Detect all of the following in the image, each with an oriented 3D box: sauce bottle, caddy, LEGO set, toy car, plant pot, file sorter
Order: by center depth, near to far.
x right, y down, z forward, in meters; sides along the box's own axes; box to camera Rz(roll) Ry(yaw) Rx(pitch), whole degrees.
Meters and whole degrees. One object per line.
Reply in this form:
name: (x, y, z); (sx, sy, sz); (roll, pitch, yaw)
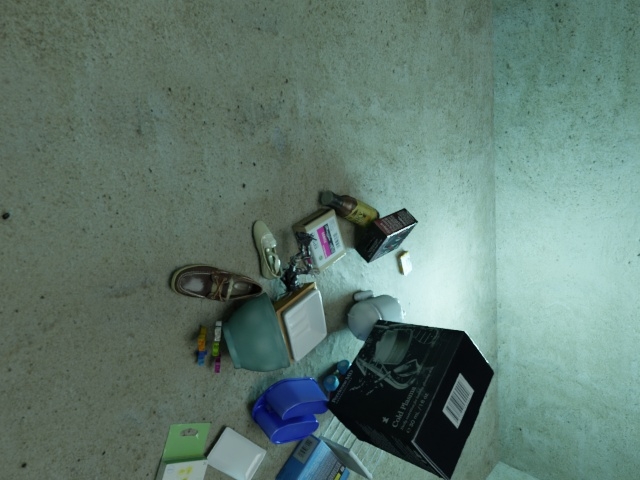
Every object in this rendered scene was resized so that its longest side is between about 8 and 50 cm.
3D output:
LEGO set: (-0.404, 0.370, 1.519); (0.087, 0.093, 0.227); (4, 124, -11)
plant pot: (-0.251, 0.364, 1.561); (0.196, 0.293, 0.293); (-18, 110, -14)
caddy: (-0.127, 0.703, 1.772); (0.341, 0.179, 0.241); (16, 107, -45)
sauce bottle: (0.141, -0.148, 1.973); (0.344, 0.111, 0.112); (18, 82, -42)
toy car: (0.173, 0.737, 2.019); (0.210, 0.238, 0.219); (-41, 122, -33)
file sorter: (0.165, 1.013, 2.081); (0.173, 0.192, 0.278); (-50, 126, -32)

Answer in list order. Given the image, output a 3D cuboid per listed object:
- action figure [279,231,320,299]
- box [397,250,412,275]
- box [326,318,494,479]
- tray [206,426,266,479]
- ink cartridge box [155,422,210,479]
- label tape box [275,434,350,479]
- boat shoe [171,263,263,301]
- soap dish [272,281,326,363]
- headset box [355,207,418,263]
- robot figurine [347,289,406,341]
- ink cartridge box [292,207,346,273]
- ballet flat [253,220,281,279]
action figure: (-0.078, 0.111, 1.705); (0.140, 0.164, 0.276); (13, 98, -25)
box: (0.486, 0.135, 2.398); (0.081, 0.028, 0.136); (-32, 119, -37)
box: (0.368, 0.617, 1.729); (0.297, 0.471, 0.480); (50, 59, -22)
tray: (-0.339, 0.863, 1.681); (0.145, 0.030, 0.270); (-55, 128, -24)
ink cartridge box: (-0.489, 0.791, 1.511); (0.171, 0.056, 0.235); (21, 83, -43)
label tape box: (-0.023, 1.106, 1.964); (0.249, 0.115, 0.348); (-50, 129, -27)
boat shoe: (-0.359, 0.162, 1.510); (0.342, 0.123, 0.123); (17, 83, -44)
soap dish: (-0.093, 0.340, 1.768); (0.229, 0.118, 0.291); (-35, 128, -36)
headset box: (0.320, -0.021, 2.083); (0.293, 0.110, 0.218); (-22, 153, -41)
robot figurine: (0.277, 0.389, 2.103); (0.353, 0.200, 0.300); (-8, 61, -43)
ink cartridge box: (0.000, 0.000, 1.867); (0.193, 0.088, 0.235); (-35, 119, -37)
ballet flat: (-0.205, 0.040, 1.676); (0.086, 0.086, 0.249); (-24, 111, -40)
